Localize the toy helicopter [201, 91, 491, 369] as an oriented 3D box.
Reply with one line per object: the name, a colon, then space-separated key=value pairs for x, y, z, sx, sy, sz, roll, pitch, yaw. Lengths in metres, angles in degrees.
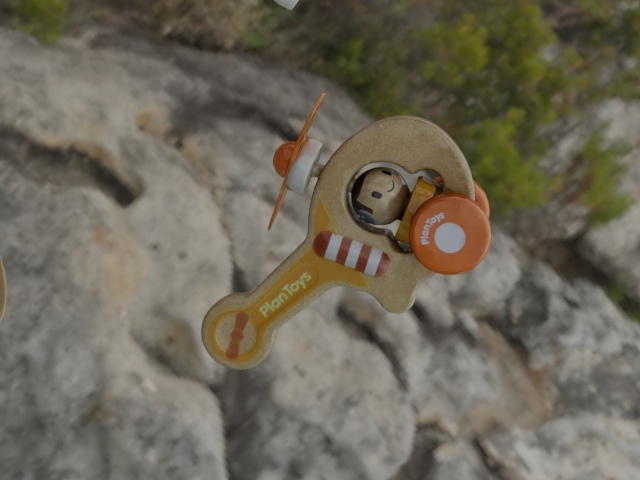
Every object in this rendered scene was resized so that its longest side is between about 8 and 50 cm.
toy helicopter: x=0.000 y=0.000 z=1.531 sx=0.235 sy=0.355 sz=0.140 roll=48 pitch=14 yaw=-7

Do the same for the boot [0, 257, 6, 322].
boot: x=-0.262 y=0.101 z=0.955 sx=0.073 sy=0.152 sz=0.197 roll=11 pitch=60 yaw=-14

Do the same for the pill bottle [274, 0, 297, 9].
pill bottle: x=-0.077 y=-0.327 z=1.650 sx=0.137 sy=0.078 sz=0.078 roll=28 pitch=30 yaw=-9
